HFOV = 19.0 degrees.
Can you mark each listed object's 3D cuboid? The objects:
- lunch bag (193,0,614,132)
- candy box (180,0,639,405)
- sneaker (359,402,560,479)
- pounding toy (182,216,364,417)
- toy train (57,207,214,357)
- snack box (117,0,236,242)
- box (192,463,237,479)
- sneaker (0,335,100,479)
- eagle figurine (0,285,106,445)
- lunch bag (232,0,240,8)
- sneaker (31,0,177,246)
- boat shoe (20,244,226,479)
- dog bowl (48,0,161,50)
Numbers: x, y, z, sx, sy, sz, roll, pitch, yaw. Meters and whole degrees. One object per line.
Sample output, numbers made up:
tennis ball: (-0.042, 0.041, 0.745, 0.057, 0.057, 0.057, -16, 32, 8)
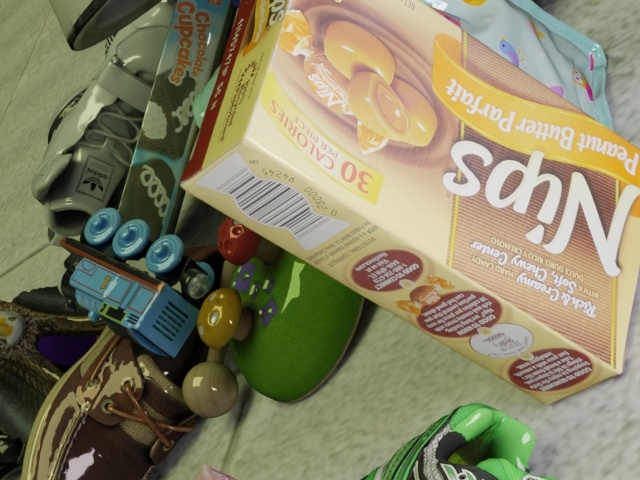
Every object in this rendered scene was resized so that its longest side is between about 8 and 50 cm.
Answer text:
lunch bag: (0.060, -0.113, 1.489, 0.223, 0.262, 0.160, -45, 26, 34)
candy box: (0.076, -0.045, 1.288, 0.087, 0.316, 0.183, -30, 36, 49)
sneaker: (0.090, 0.212, 1.175, 0.146, 0.134, 0.343, -51, 23, 18)
pounding toy: (-0.068, 0.050, 1.709, 0.237, 0.110, 0.183, -28, 49, 50)
toy train: (-0.183, 0.038, 1.834, 0.184, 0.080, 0.105, 22, 73, 43)
snack box: (-0.153, -0.152, 2.094, 0.187, 0.060, 0.322, -129, 55, -88)
box: (-0.037, 0.301, 1.321, 0.154, 0.142, 0.300, -57, 22, 8)
sneaker: (-0.327, 0.187, 2.178, 0.293, 0.102, 0.146, -47, 35, 29)
eagle figurine: (-0.295, 0.108, 2.021, 0.225, 0.298, 0.226, -67, -1, -63)
lunch bag: (-0.001, -0.335, 2.116, 0.221, 0.138, 0.293, -59, 12, 6)
sneaker: (-0.240, -0.142, 2.359, 0.366, 0.137, 0.210, -44, 27, 43)
boat shoe: (-0.175, 0.148, 1.859, 0.123, 0.123, 0.342, -16, 40, 58)
dog bowl: (-0.158, -0.390, 2.079, 0.408, 0.150, 0.408, -39, 2, 2)
